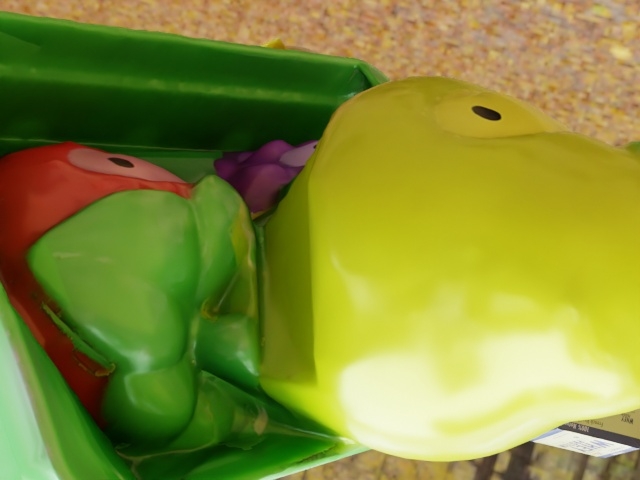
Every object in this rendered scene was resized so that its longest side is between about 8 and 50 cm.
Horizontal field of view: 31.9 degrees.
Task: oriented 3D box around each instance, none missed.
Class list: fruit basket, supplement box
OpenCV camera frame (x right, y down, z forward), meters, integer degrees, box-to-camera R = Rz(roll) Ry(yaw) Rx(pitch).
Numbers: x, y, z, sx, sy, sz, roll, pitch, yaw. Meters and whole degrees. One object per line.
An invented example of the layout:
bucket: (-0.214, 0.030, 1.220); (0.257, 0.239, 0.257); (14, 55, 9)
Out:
fruit basket: (0.000, 0.000, 0.555); (0.392, 0.283, 0.392); (-23, 163, -7)
supplement box: (0.232, 0.138, 0.981); (0.083, 0.083, 0.056); (15, 157, -14)

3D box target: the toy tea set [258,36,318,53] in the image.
toy tea set: (-0.113, -0.017, 0.901); (0.336, 0.200, 0.124); (-23, -174, 16)
